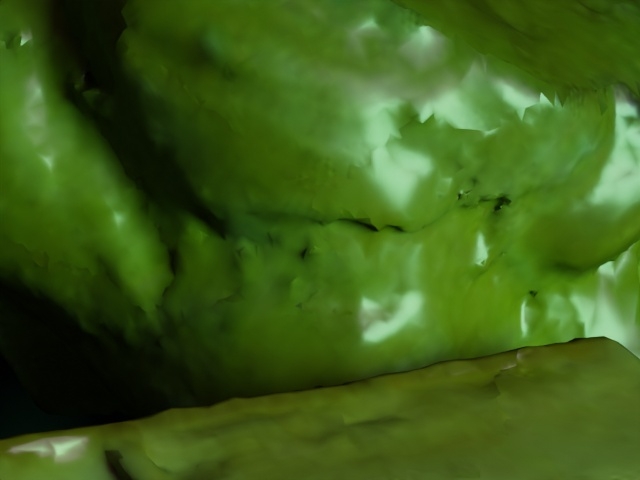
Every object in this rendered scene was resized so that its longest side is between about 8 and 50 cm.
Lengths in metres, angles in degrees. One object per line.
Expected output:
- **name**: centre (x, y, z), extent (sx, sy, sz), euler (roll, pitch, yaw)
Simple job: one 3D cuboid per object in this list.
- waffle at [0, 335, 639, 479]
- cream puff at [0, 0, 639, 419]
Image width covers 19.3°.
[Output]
- **waffle**: centre (-0.051, 0.204, 0.508), extent (0.304, 0.077, 0.348), euler (-9, 117, -25)
- **cream puff**: centre (-0.002, -0.034, 0.683), extent (0.378, 0.275, 0.378), euler (23, 35, -17)
